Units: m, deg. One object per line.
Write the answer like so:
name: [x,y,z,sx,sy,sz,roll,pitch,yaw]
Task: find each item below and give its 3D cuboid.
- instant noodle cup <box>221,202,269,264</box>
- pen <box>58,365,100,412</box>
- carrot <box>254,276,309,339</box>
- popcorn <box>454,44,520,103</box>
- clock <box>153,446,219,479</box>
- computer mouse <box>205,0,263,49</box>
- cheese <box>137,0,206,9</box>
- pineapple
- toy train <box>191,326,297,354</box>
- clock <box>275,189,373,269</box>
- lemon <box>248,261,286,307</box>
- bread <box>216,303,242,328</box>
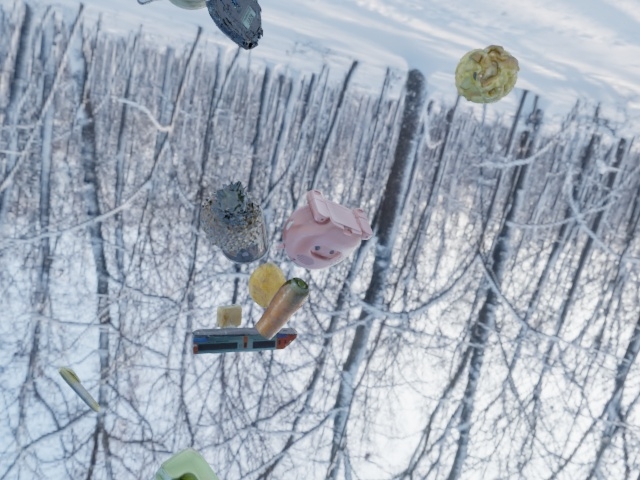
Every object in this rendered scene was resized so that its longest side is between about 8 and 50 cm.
instant noodle cup: [-0.324,-0.044,2.467,0.217,0.208,0.218,1,-134,-2]
pen: [-0.771,0.481,1.872,0.040,0.234,0.032,-28,-142,-8]
carrot: [-0.108,0.189,1.640,0.087,0.193,0.087,35,-162,-13]
popcorn: [0.459,-0.462,1.604,0.179,0.180,0.170,15,-146,8]
clock: [-0.325,0.757,1.606,0.117,0.286,0.348,-28,-106,-33]
computer mouse: [-0.215,-0.565,1.407,0.077,0.147,0.242,13,161,34]
cheese: [-0.477,-0.834,1.916,0.286,0.163,0.082,-24,177,-27]
pineapple: [-0.257,-0.085,1.730,0.201,0.202,0.362,11,166,-11]
toy train: [-0.292,0.388,2.245,0.408,0.089,0.086,1,-171,-18]
clock: [0.000,0.000,1.713,0.227,0.241,0.142,21,-143,-35]
lemon: [-0.196,0.162,2.137,0.142,0.187,0.142,7,-154,-3]
bread: [-0.407,0.344,2.615,0.125,0.106,0.082,-3,-160,-32]
